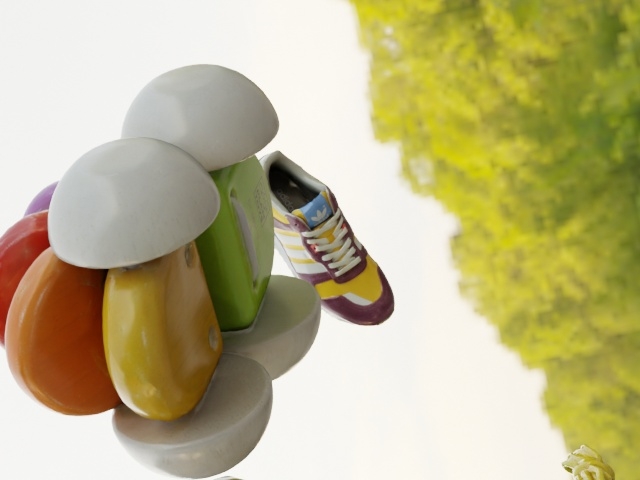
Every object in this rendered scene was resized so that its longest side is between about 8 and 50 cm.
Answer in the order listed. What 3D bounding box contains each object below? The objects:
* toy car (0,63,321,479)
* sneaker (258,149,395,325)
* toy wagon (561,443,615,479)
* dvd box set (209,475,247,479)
[{"bbox_3d":[-0.086,0.014,0.783,0.182,0.136,0.159,-60,-39,-55],"label":"toy car"},{"bbox_3d":[0.000,0.000,1.517,0.185,0.069,0.084,46,160,8],"label":"sneaker"},{"bbox_3d":[0.040,0.245,1.006,0.068,0.344,0.267,57,-175,-10],"label":"toy wagon"},{"bbox_3d":[0.007,0.417,1.314,0.308,0.062,0.420,5,103,55],"label":"dvd box set"}]
